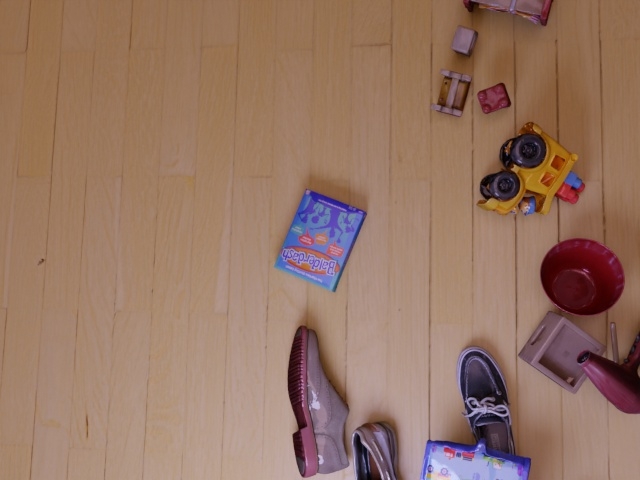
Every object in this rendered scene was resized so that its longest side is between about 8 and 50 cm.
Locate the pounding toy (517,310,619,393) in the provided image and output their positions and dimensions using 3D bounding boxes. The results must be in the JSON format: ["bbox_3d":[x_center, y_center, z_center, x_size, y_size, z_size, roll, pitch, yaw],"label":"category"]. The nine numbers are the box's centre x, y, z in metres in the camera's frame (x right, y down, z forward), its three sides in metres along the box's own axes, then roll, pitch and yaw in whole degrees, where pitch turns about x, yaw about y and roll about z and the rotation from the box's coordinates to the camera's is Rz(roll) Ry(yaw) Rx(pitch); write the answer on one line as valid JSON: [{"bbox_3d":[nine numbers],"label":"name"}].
[{"bbox_3d":[0.583,0.247,1.858,0.206,0.094,0.181,35,89,-9],"label":"pounding toy"}]

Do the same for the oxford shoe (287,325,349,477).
[{"bbox_3d":[-0.002,0.373,1.956,0.130,0.123,0.348,-1,80,-16],"label":"oxford shoe"}]

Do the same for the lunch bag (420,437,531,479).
[{"bbox_3d":[0.322,0.565,1.786,0.221,0.138,0.293,10,105,15],"label":"lunch bag"}]

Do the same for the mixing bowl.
[{"bbox_3d":[0.577,0.096,1.863,0.181,0.098,0.181,-2,69,5],"label":"mixing bowl"}]

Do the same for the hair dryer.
[{"bbox_3d":[0.673,0.262,1.801,0.293,0.080,0.224,-3,78,-27],"label":"hair dryer"}]

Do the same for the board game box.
[{"bbox_3d":[0.000,0.000,2.022,0.160,0.047,0.210,21,87,13],"label":"board game box"}]

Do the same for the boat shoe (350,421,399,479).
[{"bbox_3d":[0.125,0.565,1.873,0.113,0.103,0.302,-24,69,39],"label":"boat shoe"}]

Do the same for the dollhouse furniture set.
[{"bbox_3d":[0.417,-0.468,1.979,0.201,0.152,0.374,17,103,12],"label":"dollhouse furniture set"}]

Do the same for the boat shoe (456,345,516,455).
[{"bbox_3d":[0.373,0.389,1.866,0.113,0.105,0.306,-8,81,10],"label":"boat shoe"}]

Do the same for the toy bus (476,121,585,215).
[{"bbox_3d":[0.494,-0.130,1.910,0.211,0.149,0.220,32,91,-3],"label":"toy bus"}]
